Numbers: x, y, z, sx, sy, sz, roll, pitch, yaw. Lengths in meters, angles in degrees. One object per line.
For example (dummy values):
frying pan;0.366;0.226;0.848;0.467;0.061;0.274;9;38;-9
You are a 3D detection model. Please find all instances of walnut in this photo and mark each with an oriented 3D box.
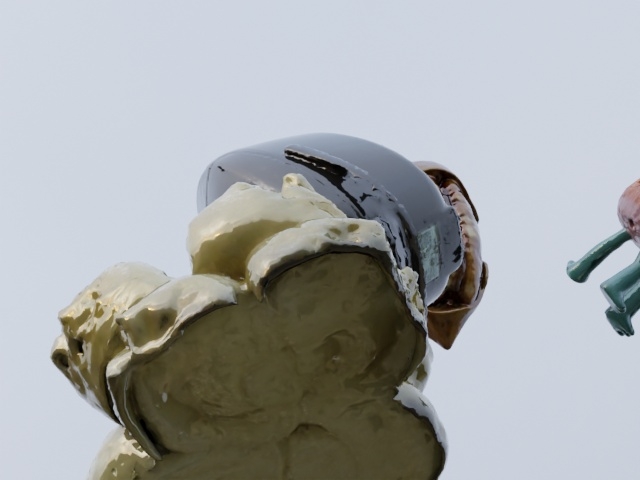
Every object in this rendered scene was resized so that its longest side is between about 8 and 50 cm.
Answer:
walnut;0.102;0.012;0.826;0.116;0.207;0.116;-3;-34;-2

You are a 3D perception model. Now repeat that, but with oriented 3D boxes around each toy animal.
toy animal;0.276;-0.015;0.610;0.208;0.103;0.100;-32;-104;4

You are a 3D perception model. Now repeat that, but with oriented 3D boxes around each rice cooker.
rice cooker;0.000;0.001;0.574;0.203;0.118;0.142;23;-51;46

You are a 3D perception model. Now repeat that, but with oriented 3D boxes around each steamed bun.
steamed bun;-0.038;0.068;0.431;0.192;0.106;0.177;-26;-56;-1
